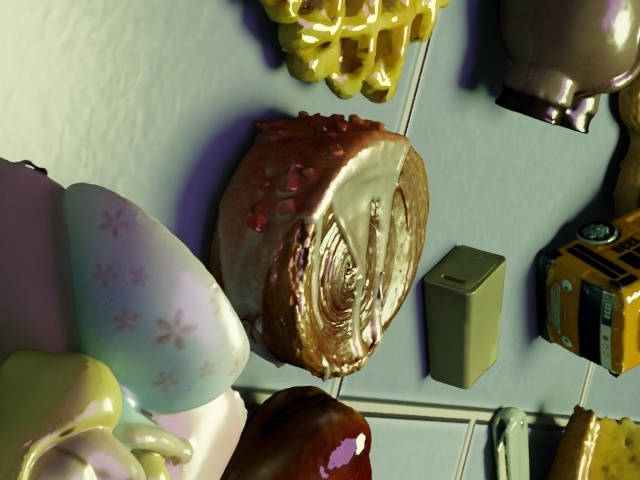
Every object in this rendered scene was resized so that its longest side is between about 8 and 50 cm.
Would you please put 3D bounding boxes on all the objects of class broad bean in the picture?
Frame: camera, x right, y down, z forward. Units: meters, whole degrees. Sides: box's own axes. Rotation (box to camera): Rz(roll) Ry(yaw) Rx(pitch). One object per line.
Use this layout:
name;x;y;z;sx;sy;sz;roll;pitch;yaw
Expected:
broad bean;-0.019;0.176;1.004;0.114;0.084;0.165;-3;108;-21

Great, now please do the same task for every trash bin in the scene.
trash bin;0.108;0.059;1.218;0.061;0.043;0.092;-40;138;-46

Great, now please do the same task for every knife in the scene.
knife;0.165;0.214;1.398;0.044;0.023;0.162;-44;138;-46

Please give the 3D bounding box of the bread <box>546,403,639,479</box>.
bread;0.314;0.300;1.512;0.340;0.194;0.179;56;47;-57

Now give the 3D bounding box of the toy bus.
toy bus;0.293;0.032;1.400;0.201;0.114;0.098;-25;128;-28

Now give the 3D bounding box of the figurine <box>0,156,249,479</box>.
figurine;-0.179;0.094;0.616;0.284;0.206;0.316;81;30;-44

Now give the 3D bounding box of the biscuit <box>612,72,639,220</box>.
biscuit;0.328;-0.136;1.499;0.197;0.049;0.302;16;87;-51

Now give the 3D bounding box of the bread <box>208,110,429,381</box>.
bread;0.000;0.000;0.973;0.160;0.073;0.160;-30;129;-47

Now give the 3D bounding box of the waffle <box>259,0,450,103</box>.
waffle;0.035;-0.222;0.958;0.291;0.051;0.291;-33;131;-47

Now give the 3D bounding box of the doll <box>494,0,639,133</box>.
doll;0.204;-0.210;1.185;0.182;0.117;0.257;4;99;-62
